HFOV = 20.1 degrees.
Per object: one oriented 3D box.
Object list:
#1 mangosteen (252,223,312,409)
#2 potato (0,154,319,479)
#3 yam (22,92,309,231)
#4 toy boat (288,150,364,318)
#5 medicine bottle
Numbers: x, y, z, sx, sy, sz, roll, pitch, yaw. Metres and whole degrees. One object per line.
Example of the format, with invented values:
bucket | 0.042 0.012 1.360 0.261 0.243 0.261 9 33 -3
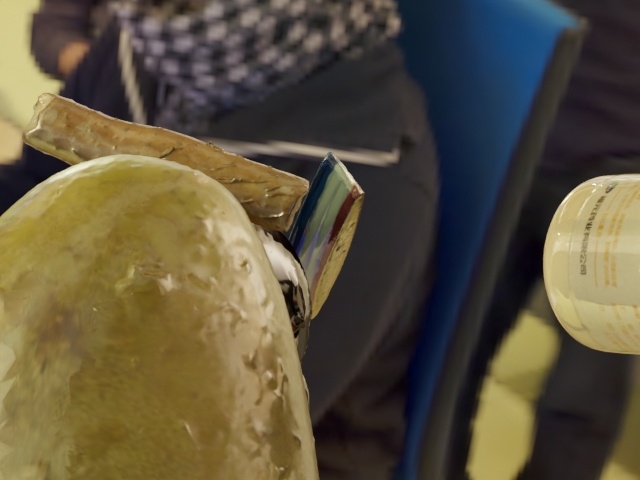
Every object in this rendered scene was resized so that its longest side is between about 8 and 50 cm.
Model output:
mangosteen | -0.140 0.090 1.506 0.233 0.287 0.287 -17 2 42
potato | -0.135 0.129 1.057 0.269 0.359 0.219 -4 -15 -3
yam | -0.126 -0.063 1.442 0.241 0.057 0.057 19 25 10
toy boat | 0.000 0.000 1.630 0.046 0.229 0.080 42 56 15
medicine bottle | 0.255 0.016 1.057 0.114 0.114 0.252 -13 9 -40
